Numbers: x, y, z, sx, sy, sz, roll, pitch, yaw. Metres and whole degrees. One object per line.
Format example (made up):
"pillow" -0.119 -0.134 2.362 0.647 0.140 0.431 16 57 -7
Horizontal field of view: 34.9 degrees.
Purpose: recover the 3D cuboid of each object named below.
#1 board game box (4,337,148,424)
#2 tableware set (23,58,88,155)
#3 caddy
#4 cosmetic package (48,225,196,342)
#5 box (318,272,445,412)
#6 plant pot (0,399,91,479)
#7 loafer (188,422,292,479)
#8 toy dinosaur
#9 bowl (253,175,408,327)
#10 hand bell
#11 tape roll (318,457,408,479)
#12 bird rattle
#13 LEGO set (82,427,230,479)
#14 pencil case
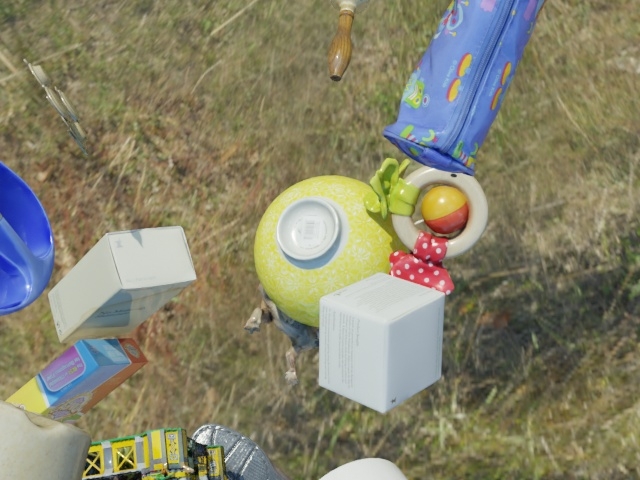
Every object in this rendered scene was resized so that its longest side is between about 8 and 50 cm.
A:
"board game box" -0.510 0.308 1.956 0.316 0.242 0.064 -39 79 7
"tableware set" -0.423 -0.219 1.656 0.020 0.168 0.141 -32 137 -1
"caddy" -0.526 -0.030 1.407 0.179 0.241 0.341 -24 126 32
"cosmetic package" -0.382 0.087 1.929 0.309 0.160 0.113 -35 67 50
"box" 0.061 0.099 1.021 0.087 0.102 0.101 18 116 39
"plant pot" -0.393 0.308 1.050 0.334 0.334 0.305 21 76 -6
"loafer" -0.093 0.418 1.680 0.303 0.095 0.109 36 74 8
"toy dinosaur" -0.054 0.146 2.050 0.127 0.200 0.295 -29 116 22
"bowl" 0.000 0.000 1.818 0.290 0.289 0.156 -15 159 12
"hand bell" 0.041 -0.374 1.729 0.126 0.242 0.126 9 153 4
"tape roll" 0.072 0.572 2.019 0.286 0.100 0.286 -17 128 -22
"bird rattle" 0.184 -0.031 1.719 0.207 0.143 0.253 -25 89 10
"LEGO set" -0.253 0.391 1.441 0.255 0.331 0.192 -8 72 -2
"pencil case" 0.179 -0.225 1.158 0.119 0.133 0.306 22 100 -5
